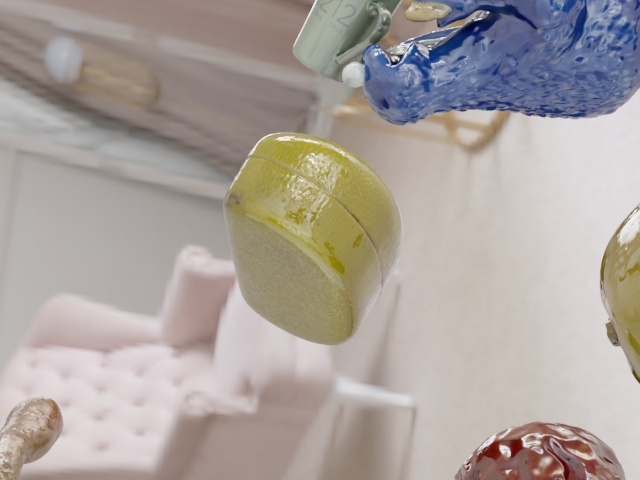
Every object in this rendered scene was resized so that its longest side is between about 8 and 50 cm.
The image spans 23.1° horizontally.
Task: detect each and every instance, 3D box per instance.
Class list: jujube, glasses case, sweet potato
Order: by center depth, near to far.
[{"bbox_3d":[-0.259,0.183,1.329,0.214,0.050,0.050,-74,-1,-71],"label":"sweet potato"},{"bbox_3d":[0.233,0.313,1.627,0.213,0.213,0.232,122,138,-55],"label":"jujube"},{"bbox_3d":[0.000,0.000,1.767,0.141,0.173,0.371,-58,-13,-17],"label":"glasses case"}]

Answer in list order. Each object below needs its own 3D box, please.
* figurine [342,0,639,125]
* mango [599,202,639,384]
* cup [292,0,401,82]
[{"bbox_3d":[0.145,-0.132,1.077,0.164,0.262,0.120,82,167,-83],"label":"figurine"},{"bbox_3d":[0.183,0.004,0.502,0.130,0.195,0.091,9,-110,-64],"label":"mango"},{"bbox_3d":[0.026,-0.152,1.096,0.075,0.054,0.083,43,115,29],"label":"cup"}]
